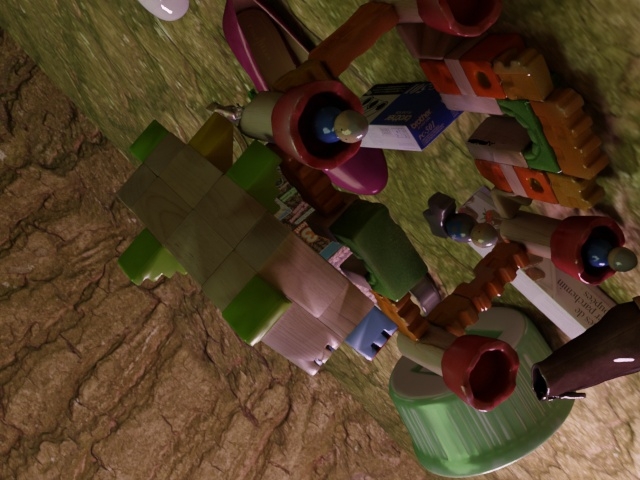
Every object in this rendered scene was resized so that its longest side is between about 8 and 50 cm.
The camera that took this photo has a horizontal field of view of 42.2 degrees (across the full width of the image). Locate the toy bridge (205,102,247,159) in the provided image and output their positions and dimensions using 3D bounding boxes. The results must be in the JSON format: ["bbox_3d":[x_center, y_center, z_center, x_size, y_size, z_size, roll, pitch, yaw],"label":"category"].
[{"bbox_3d":[-0.206,-0.244,1.974,0.063,0.026,0.188,29,157,46],"label":"toy bridge"}]

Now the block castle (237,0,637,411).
[{"bbox_3d":[0.155,-0.058,0.932,0.453,0.303,0.213,54,163,-28],"label":"block castle"}]

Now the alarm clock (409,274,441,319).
[{"bbox_3d":[0.185,0.091,1.681,0.129,0.064,0.192,39,165,29],"label":"alarm clock"}]

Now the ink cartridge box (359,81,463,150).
[{"bbox_3d":[0.106,-0.175,1.160,0.046,0.097,0.207,54,163,-23],"label":"ink cartridge box"}]

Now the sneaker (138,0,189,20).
[{"bbox_3d":[-0.283,-0.484,1.421,0.123,0.106,0.290,39,162,35],"label":"sneaker"}]

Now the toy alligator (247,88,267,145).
[{"bbox_3d":[-0.106,-0.233,1.668,0.051,0.056,0.190,39,163,27],"label":"toy alligator"}]

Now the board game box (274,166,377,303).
[{"bbox_3d":[0.000,0.000,1.804,0.291,0.141,0.232,35,161,37],"label":"board game box"}]

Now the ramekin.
[{"bbox_3d":[0.266,0.246,1.426,0.148,0.303,0.303,59,162,-15],"label":"ramekin"}]

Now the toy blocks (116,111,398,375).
[{"bbox_3d":[-0.056,0.034,0.920,0.261,0.191,0.381,42,178,-41],"label":"toy blocks"}]

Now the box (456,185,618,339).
[{"bbox_3d":[0.327,0.056,1.202,0.324,0.063,0.067,44,166,13],"label":"box"}]

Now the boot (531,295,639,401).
[{"bbox_3d":[0.349,0.133,1.009,0.090,0.207,0.248,65,-175,22],"label":"boot"}]

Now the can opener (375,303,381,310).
[{"bbox_3d":[0.051,0.116,2.044,0.283,0.095,0.076,43,164,14],"label":"can opener"}]

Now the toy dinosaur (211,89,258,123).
[{"bbox_3d":[-0.082,-0.246,1.545,0.268,0.064,0.118,18,133,23],"label":"toy dinosaur"}]

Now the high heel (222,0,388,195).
[{"bbox_3d":[-0.030,-0.230,1.312,0.377,0.127,0.181,47,176,15],"label":"high heel"}]
